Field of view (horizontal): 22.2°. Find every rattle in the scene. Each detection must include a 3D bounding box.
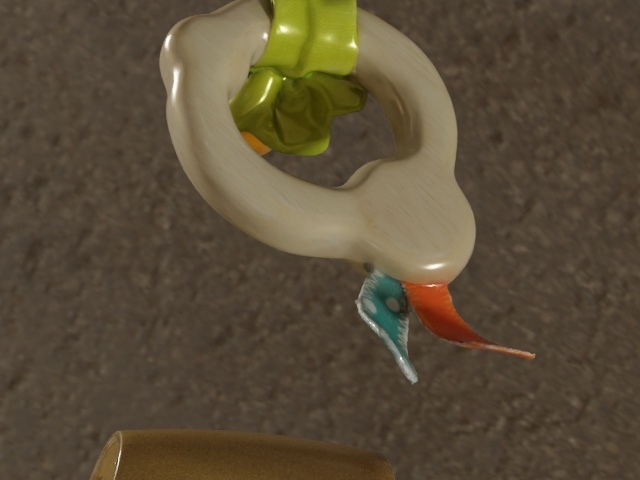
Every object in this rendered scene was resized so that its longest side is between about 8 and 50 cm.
[{"bbox_3d":[0.000,0.000,0.700,0.199,0.130,0.143,56,131,14],"label":"rattle"}]

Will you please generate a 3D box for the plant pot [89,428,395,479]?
[{"bbox_3d":[-0.092,0.275,1.540,0.237,0.254,0.237,-57,20,34],"label":"plant pot"}]
